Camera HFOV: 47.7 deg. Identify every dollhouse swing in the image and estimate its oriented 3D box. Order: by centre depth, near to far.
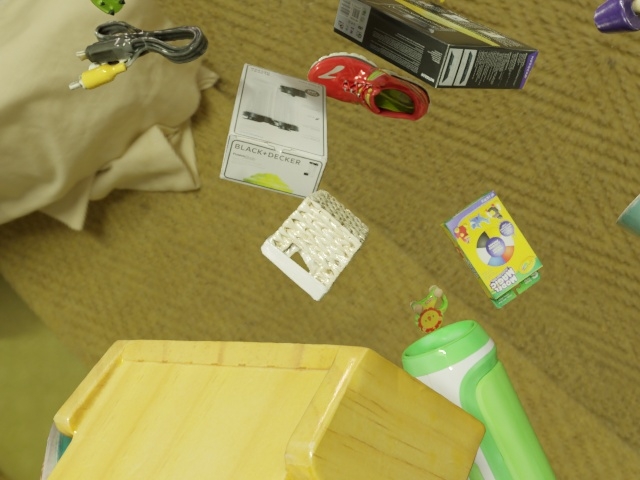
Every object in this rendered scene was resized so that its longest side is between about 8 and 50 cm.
[{"bbox_3d":[-0.080,0.265,0.679,0.346,0.315,0.305,-6,59,39],"label":"dollhouse swing"}]

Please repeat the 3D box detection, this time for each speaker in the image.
[{"bbox_3d":[0.214,0.257,0.924,0.131,0.131,0.297,-25,91,26],"label":"speaker"}]

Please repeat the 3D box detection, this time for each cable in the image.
[{"bbox_3d":[-0.309,-0.333,1.266,0.287,0.140,0.072,-2,143,20],"label":"cable"}]

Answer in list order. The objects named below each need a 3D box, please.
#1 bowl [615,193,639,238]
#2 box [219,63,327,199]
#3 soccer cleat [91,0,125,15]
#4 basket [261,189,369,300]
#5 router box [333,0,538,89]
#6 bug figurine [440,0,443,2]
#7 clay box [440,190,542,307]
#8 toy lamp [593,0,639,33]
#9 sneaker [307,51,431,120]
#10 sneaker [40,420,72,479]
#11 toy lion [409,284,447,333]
[{"bbox_3d":[0.536,-0.066,0.870,0.311,0.311,0.163,-48,70,25],"label":"bowl"},{"bbox_3d":[-0.078,-0.200,1.290,0.169,0.290,0.087,13,125,-11],"label":"box"},{"bbox_3d":[-0.368,-0.416,1.109,0.060,0.179,0.072,-42,62,-1],"label":"soccer cleat"},{"bbox_3d":[0.000,0.000,1.044,0.113,0.167,0.103,41,102,1],"label":"basket"},{"bbox_3d":[0.211,-0.377,1.363,0.309,0.242,0.081,43,129,41],"label":"router box"},{"bbox_3d":[0.312,-0.617,1.484,0.279,0.072,0.217,5,111,48],"label":"bug figurine"},{"bbox_3d":[0.368,0.022,1.525,0.127,0.053,0.222,-35,92,-5],"label":"clay box"},{"bbox_3d":[0.577,-0.402,1.177,0.274,0.080,0.080,-9,102,56],"label":"toy lamp"},{"bbox_3d":[0.103,-0.326,1.551,0.278,0.118,0.107,15,117,5],"label":"sneaker"},{"bbox_3d":[-0.383,0.406,1.149,0.120,0.302,0.108,8,119,-21],"label":"sneaker"},{"bbox_3d":[0.271,0.174,1.772,0.100,0.034,0.096,-38,111,-5],"label":"toy lion"}]
